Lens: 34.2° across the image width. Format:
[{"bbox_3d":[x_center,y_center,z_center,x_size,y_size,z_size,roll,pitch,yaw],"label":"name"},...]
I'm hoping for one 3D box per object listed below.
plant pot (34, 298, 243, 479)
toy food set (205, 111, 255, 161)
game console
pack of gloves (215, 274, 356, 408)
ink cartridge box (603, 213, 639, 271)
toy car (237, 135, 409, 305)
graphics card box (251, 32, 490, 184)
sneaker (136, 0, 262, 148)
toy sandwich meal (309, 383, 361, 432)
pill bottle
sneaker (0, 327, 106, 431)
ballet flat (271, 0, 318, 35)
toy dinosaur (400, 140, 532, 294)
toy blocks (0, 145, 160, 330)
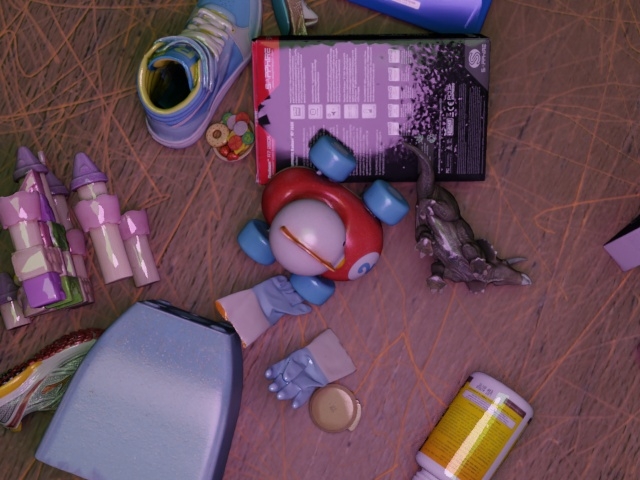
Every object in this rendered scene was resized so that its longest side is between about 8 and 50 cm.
[{"bbox_3d":[-0.232,0.225,1.532,0.247,0.248,0.252,20,89,2],"label":"plant pot"},{"bbox_3d":[-0.143,-0.170,1.705,0.082,0.020,0.083,-38,66,10],"label":"toy food set"},{"bbox_3d":[0.172,-0.510,1.769,0.293,0.173,0.250,20,113,2],"label":"game console"},{"bbox_3d":[-0.059,0.157,1.595,0.046,0.232,0.195,-35,83,29],"label":"pack of gloves"},{"bbox_3d":[0.545,-0.043,1.555,0.165,0.333,0.065,-38,85,-7],"label":"ink cartridge box"},{"bbox_3d":[0.000,0.000,1.546,0.210,0.238,0.219,39,107,-11],"label":"toy car"},{"bbox_3d":[0.079,-0.210,1.654,0.371,0.094,0.233,-1,105,0],"label":"graphics card box"},{"bbox_3d":[-0.184,-0.309,1.643,0.127,0.208,0.319,22,82,3],"label":"sneaker"},{"bbox_3d":[0.025,0.267,1.657,0.085,0.029,0.086,-1,86,9],"label":"toy sandwich meal"},{"bbox_3d":[0.227,0.318,1.607,0.117,0.117,0.215,35,83,4],"label":"pill bottle"},{"bbox_3d":[-0.417,0.215,1.638,0.225,0.088,0.093,-33,104,-5],"label":"sneaker"},{"bbox_3d":[-0.032,-0.340,1.726,0.067,0.073,0.206,-12,90,-15],"label":"ballet flat"},{"bbox_3d":[0.194,-0.013,1.623,0.121,0.160,0.313,-39,96,17],"label":"toy dinosaur"},{"bbox_3d":[-0.433,-0.021,1.563,0.309,0.288,0.260,-18,86,-1],"label":"toy blocks"}]
